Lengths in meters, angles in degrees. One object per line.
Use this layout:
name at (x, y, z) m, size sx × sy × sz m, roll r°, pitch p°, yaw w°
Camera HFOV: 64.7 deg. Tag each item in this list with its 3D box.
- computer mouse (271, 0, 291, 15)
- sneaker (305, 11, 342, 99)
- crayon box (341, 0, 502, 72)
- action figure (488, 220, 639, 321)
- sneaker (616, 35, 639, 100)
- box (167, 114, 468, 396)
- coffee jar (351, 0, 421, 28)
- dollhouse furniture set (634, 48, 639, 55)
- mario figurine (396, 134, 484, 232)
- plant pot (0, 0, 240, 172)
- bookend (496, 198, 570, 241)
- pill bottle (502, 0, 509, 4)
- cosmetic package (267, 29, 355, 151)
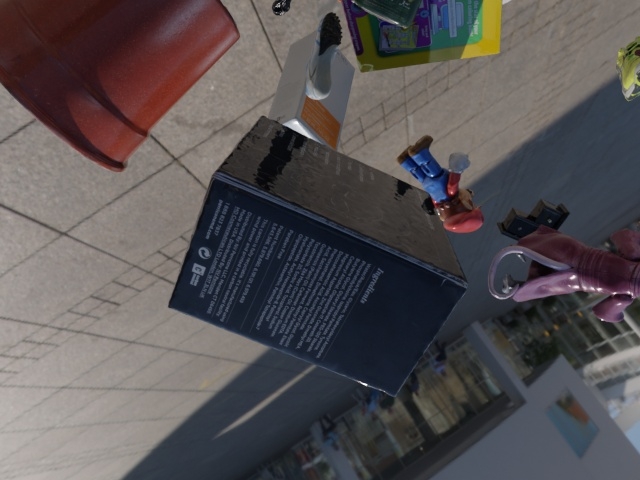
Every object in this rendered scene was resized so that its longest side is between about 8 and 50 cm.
computer mouse at (-0.196, -0.901, 1.708) m, size 0.272 × 0.072 × 0.188 m, roll 26°, pitch 154°, yaw -24°
sneaker at (0.000, -0.515, 1.414) m, size 0.085 × 0.086 × 0.238 m, roll 4°, pitch 100°, yaw -42°
crayon box at (0.197, -0.523, 1.005) m, size 0.312 × 0.106 × 0.363 m, roll -4°, pitch 151°, yaw 15°
action figure at (0.620, 0.054, 1.158) m, size 0.275 × 0.248 × 0.370 m, roll 11°, pitch 178°, yaw -44°
sneaker at (0.895, -0.492, 1.425) m, size 0.145 × 0.147 × 0.384 m, roll -33°, pitch 174°, yaw 27°
box at (0.000, 0.000, 1.089) m, size 0.480 × 0.471 × 0.298 m, roll -82°, pitch -165°, yaw -65°
coffee jar at (0.118, -0.388, 0.666) m, size 0.079 × 0.096 × 0.185 m, roll -73°, pitch -171°, yaw -59°
dollhouse furniture set at (0.827, -0.472, 0.956) m, size 0.373 × 0.202 × 0.152 m, roll 6°, pitch -165°, yaw 38°
mario figurine at (0.377, -0.167, 1.502) m, size 0.170 × 0.321 × 0.198 m, roll -38°, pitch -172°, yaw 9°
plant pot at (-0.274, -0.283, 0.702) m, size 0.265 × 0.272 × 0.272 m, roll -39°, pitch 161°, yaw 2°
bookend at (0.690, -0.070, 1.648) m, size 0.072 × 0.156 × 0.157 m, roll -83°, pitch -163°, yaw -60°
pill bottle at (0.353, -0.708, 1.118) m, size 0.188 × 0.333 × 0.188 m, roll -45°, pitch -161°, yaw 20°
cosmetic package at (-0.029, -0.521, 1.857) m, size 0.161 × 0.454 × 0.230 m, roll -14°, pitch 142°, yaw 39°
